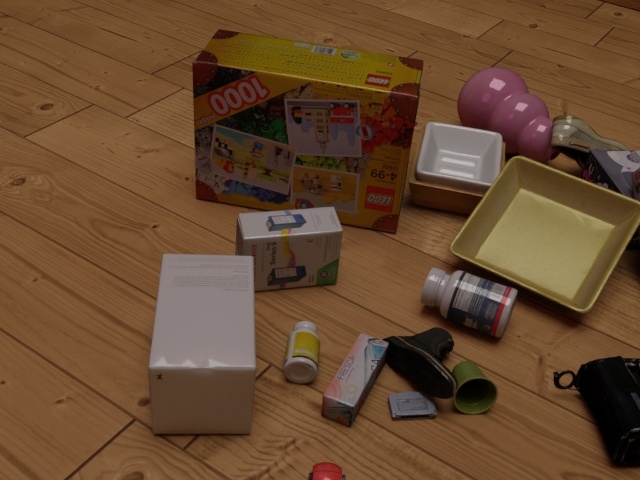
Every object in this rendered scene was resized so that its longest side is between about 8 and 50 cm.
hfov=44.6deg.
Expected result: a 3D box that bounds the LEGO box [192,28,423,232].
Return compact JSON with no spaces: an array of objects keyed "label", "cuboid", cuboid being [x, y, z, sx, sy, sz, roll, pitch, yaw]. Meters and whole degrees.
[{"label":"LEGO box","cuboid":[-0.033,-0.256,1.846,0.500,0.372,0.193,10,38,7]}]

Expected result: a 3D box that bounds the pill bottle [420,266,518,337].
[{"label":"pill bottle","cuboid":[0.305,0.122,1.612,0.180,0.108,0.108,20,40,18]}]

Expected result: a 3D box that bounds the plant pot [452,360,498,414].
[{"label":"plant pot","cuboid":[0.278,0.266,1.455,0.083,0.083,0.079,0,26,-7]}]

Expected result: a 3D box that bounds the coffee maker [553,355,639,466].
[{"label":"coffee maker","cuboid":[0.535,0.311,1.408,0.171,0.120,0.178,-18,36,8]}]

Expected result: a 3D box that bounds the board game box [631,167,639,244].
[{"label":"board game box","cuboid":[0.820,-0.014,1.762,0.193,0.053,0.305,2,74,-6]}]

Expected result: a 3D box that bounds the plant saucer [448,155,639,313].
[{"label":"plant saucer","cuboid":[0.510,-0.006,1.768,0.333,0.081,0.332,26,62,25]}]

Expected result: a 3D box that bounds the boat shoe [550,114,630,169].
[{"label":"boat shoe","cuboid":[0.722,-0.225,2.074,0.302,0.098,0.109,25,-16,-28]}]

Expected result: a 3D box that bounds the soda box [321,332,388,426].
[{"label":"soda box","cuboid":[0.066,0.256,1.449,0.063,0.058,0.183,18,40,16]}]

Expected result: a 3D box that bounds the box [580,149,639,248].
[{"label":"box","cuboid":[0.771,-0.108,1.940,0.163,0.142,0.247,0,38,-7]}]

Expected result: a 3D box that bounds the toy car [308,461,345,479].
[{"label":"toy car","cuboid":[0.027,0.455,1.189,0.225,0.053,0.239,26,42,25]}]

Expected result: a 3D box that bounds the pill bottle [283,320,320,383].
[{"label":"pill bottle","cuboid":[-0.034,0.210,1.490,0.065,0.065,0.116,6,38,0]}]

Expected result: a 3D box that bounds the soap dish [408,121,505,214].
[{"label":"soap dish","cuboid":[0.352,-0.182,2.004,0.229,0.118,0.291,11,37,7]}]

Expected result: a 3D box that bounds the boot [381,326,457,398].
[{"label":"boot","cuboid":[0.226,0.219,1.484,0.137,0.077,0.198,-13,29,-29]}]

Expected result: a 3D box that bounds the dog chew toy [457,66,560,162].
[{"label":"dog chew toy","cuboid":[0.536,-0.335,2.173,0.207,0.206,0.332,-20,52,-29]}]

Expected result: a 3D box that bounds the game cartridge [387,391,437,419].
[{"label":"game cartridge","cuboid":[0.168,0.303,1.436,0.083,0.017,0.056,0,41,-8]}]

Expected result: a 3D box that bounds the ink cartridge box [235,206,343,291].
[{"label":"ink cartridge box","cuboid":[-0.070,0.019,1.660,0.212,0.154,0.093,-3,39,-13]}]

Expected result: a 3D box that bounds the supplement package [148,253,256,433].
[{"label":"supplement package","cuboid":[-0.209,0.182,1.414,0.177,0.175,0.293,2,37,-7]}]
